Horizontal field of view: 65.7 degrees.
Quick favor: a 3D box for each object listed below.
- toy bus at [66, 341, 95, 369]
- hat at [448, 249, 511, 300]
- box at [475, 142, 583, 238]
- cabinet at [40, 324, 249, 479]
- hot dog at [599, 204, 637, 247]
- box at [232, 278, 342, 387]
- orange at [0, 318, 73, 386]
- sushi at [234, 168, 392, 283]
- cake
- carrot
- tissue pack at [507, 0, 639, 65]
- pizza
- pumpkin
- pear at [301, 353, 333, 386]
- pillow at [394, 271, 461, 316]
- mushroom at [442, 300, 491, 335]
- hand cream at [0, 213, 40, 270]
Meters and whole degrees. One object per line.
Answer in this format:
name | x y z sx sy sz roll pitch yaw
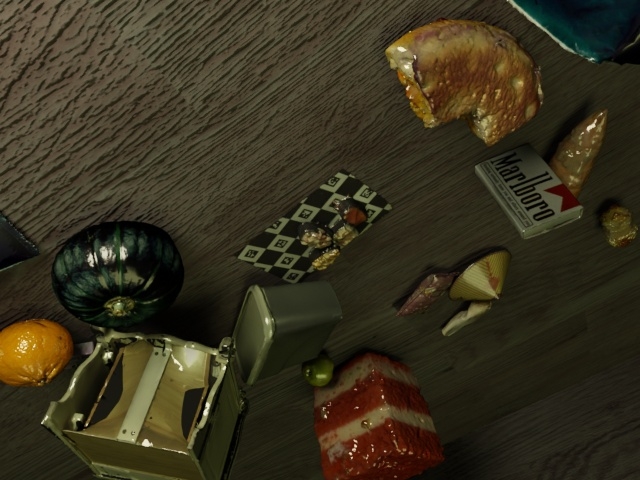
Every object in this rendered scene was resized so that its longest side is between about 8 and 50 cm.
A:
toy bus | -0.521 0.236 0.991 0.131 0.036 0.052 -5 138 -22
hat | 0.424 0.117 1.251 0.193 0.082 0.193 -22 147 -16
box | 0.377 -0.093 0.909 0.115 0.177 0.036 -21 143 1
cabinet | -0.319 0.335 0.988 0.290 0.227 0.317 8 139 6
hot dog | 0.746 -0.045 1.245 0.078 0.061 0.169 -24 138 19
box | -0.077 0.199 1.076 0.178 0.138 0.274 -8 146 -25
orange | -0.518 0.203 0.888 0.136 0.117 0.135 -13 135 -13
sushi | 0.000 0.000 0.950 0.280 0.043 0.193 -37 141 19
cake | 0.151 0.526 1.453 0.269 0.319 0.270 -37 135 23
carrot | 0.494 -0.146 0.973 0.102 0.101 0.263 -11 141 -14
tissue pack | 0.402 -0.406 0.473 0.264 0.253 0.416 -7 139 -18
pizza | 0.216 -0.235 0.730 0.306 0.085 0.161 4 114 -33
pumpkin | -0.317 0.059 0.788 0.202 0.140 0.201 -13 139 -12
pear | -0.009 0.356 1.355 0.097 0.092 0.092 6 135 -33
pillow | 0.269 0.135 1.252 0.118 0.043 0.185 -2 142 -38
mushroom | 0.417 0.221 1.432 0.059 0.054 0.202 6 141 -23
hand cream | -0.569 0.038 0.717 0.271 0.061 0.120 -26 139 -7
